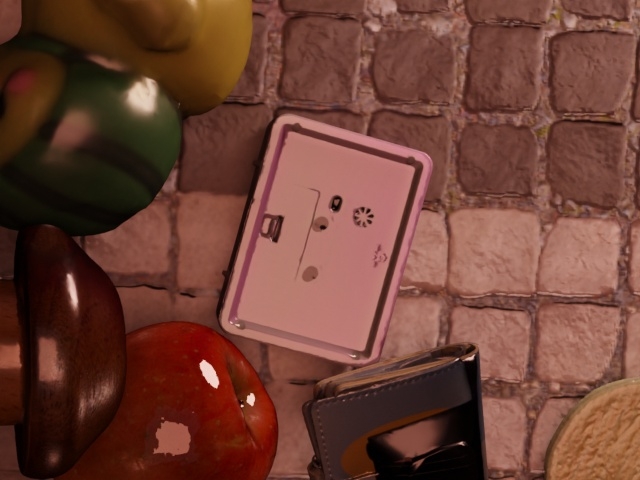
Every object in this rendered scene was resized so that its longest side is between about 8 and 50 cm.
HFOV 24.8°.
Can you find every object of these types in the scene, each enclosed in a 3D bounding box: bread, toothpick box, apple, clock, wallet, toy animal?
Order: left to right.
[{"bbox_3d":[-0.292,0.081,1.072,0.294,0.192,0.192,2,94,-15],"label":"toothpick box"},{"bbox_3d":[-0.161,-0.153,1.180,0.191,0.216,0.338,29,84,-36],"label":"toy animal"},{"bbox_3d":[-0.129,0.160,1.219,0.168,0.181,0.181,-28,98,19],"label":"apple"},{"bbox_3d":[0.000,0.000,1.279,0.150,0.063,0.197,15,91,-9],"label":"clock"},{"bbox_3d":[0.075,0.211,1.277,0.170,0.069,0.231,-12,112,-10],"label":"wallet"},{"bbox_3d":[0.262,0.205,1.346,0.112,0.036,0.193,21,94,-4],"label":"bread"}]
